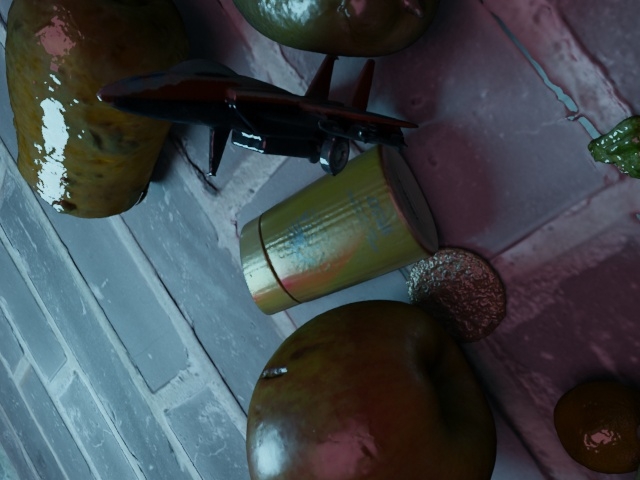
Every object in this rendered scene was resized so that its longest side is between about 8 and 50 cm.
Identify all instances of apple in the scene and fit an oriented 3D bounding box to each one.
[{"bbox_3d":[0.060,0.193,0.498,0.265,0.264,0.264,12,112,33],"label":"apple"}]

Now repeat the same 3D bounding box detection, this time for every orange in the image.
[{"bbox_3d":[0.277,0.179,0.442,0.095,0.085,0.085,-27,88,34],"label":"orange"}]

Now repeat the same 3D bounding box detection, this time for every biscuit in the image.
[{"bbox_3d":[0.154,0.064,0.534,0.120,0.015,0.120,12,112,34],"label":"biscuit"}]

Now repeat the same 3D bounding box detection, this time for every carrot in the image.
[{"bbox_3d":[-0.320,-0.206,0.658,0.224,0.224,0.340,49,130,13],"label":"carrot"}]

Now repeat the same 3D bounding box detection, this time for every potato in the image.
[{"bbox_3d":[0.013,-0.262,0.435,0.251,0.159,0.174,45,128,31],"label":"potato"}]

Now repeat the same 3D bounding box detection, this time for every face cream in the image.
[{"bbox_3d":[0.000,0.000,0.592,0.285,0.067,0.139,-26,87,39],"label":"face cream"}]

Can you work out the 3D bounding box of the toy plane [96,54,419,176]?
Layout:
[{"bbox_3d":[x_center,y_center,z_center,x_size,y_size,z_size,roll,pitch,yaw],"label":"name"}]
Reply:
[{"bbox_3d":[-0.046,-0.113,0.421,0.223,0.326,0.104,21,120,30],"label":"toy plane"}]

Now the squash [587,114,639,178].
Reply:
[{"bbox_3d":[0.281,-0.081,0.358,0.105,0.105,0.132,57,142,7],"label":"squash"}]

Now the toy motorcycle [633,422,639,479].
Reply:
[{"bbox_3d":[0.349,0.181,0.311,0.237,0.168,0.409,-1,112,3],"label":"toy motorcycle"}]
